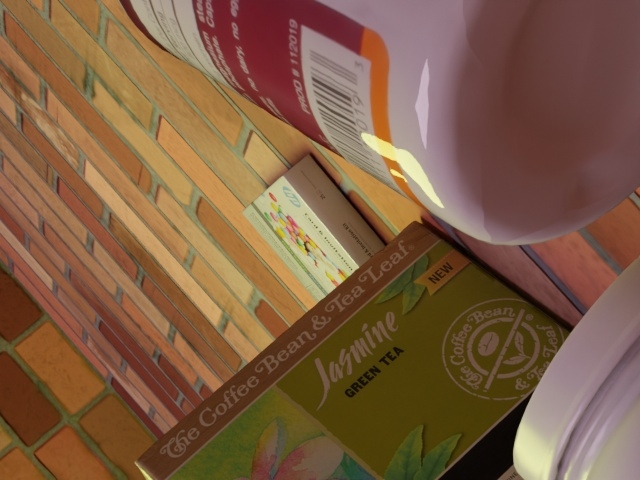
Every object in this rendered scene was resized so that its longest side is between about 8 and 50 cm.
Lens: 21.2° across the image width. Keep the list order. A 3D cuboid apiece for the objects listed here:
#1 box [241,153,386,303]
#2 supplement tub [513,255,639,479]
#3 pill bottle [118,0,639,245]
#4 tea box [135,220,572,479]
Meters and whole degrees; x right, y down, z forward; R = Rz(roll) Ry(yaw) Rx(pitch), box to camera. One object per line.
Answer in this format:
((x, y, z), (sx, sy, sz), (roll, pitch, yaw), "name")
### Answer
((0.000, 0.000, 1.664), (0.145, 0.038, 0.186), (50, 161, -2), "box")
((0.294, 0.157, 0.931), (0.331, 0.241, 0.241), (40, 160, 27), "supplement tub")
((0.015, -0.173, 0.961), (0.392, 0.224, 0.224), (34, 157, 41), "pill bottle")
((0.087, 0.221, 1.421), (0.323, 0.329, 0.220), (37, 159, 34), "tea box")
